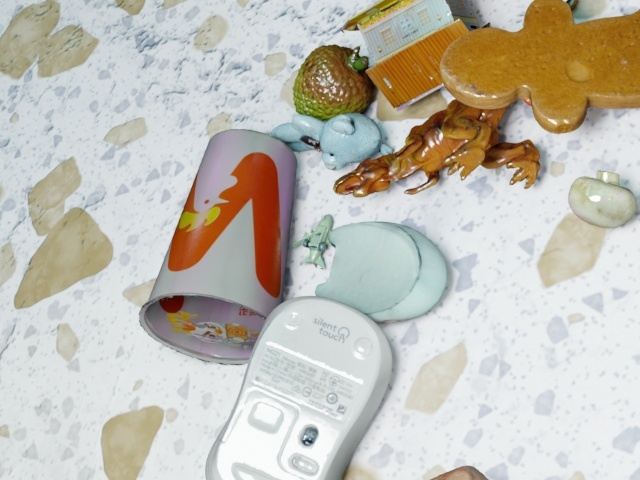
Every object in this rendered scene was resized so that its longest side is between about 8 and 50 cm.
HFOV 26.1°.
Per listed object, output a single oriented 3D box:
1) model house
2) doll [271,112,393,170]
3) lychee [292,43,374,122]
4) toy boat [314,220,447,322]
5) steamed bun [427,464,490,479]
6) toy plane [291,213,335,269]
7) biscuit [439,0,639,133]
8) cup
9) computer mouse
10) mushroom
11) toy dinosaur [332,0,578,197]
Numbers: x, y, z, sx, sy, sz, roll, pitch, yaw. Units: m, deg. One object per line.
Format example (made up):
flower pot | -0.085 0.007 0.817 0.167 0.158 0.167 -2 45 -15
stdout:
model house | 0.168 -0.276 1.875 0.219 0.207 0.136 -25 84 25
doll | 0.006 -0.132 1.922 0.180 0.120 0.075 -7 70 38
lychee | 0.021 -0.220 1.957 0.146 0.114 0.114 -49 44 37
toy boat | 0.084 0.045 1.808 0.208 0.079 0.134 3 73 46
steamed bun | 0.167 0.349 1.564 0.145 0.106 0.175 -29 66 12
toy plane | -0.001 -0.001 1.905 0.080 0.033 0.083 9 70 25
biscuit | 0.312 -0.220 1.738 0.324 0.049 0.205 -6 58 2
cup | -0.124 0.001 1.900 0.203 0.203 0.288 -8 54 31
computer mouse | -0.025 0.222 1.740 0.184 0.121 0.297 17 73 13
mushroom | 0.340 -0.051 1.666 0.083 0.083 0.067 15 89 39
toy dinosaur | 0.217 -0.153 1.802 0.432 0.097 0.208 -34 35 4
